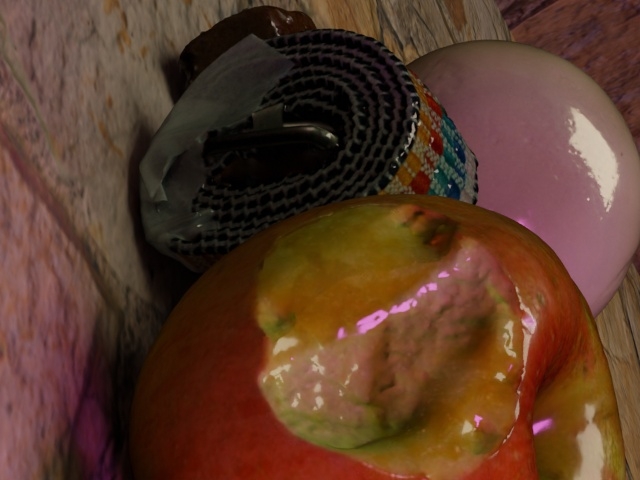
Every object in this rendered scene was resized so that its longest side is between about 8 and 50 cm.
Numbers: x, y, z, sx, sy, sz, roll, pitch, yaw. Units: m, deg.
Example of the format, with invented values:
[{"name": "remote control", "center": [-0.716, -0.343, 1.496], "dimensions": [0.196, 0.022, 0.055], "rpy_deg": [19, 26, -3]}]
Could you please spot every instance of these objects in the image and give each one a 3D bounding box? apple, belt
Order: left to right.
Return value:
[{"name": "belt", "center": [-0.015, -0.054, 1.347], "dimensions": [0.150, 0.258, 0.207], "rpy_deg": [47, 49, -45]}, {"name": "apple", "center": [0.035, 0.135, 1.156], "dimensions": [0.339, 0.340, 0.339], "rpy_deg": [56, 21, -34]}]

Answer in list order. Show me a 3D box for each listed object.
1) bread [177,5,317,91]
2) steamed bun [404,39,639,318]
[{"name": "bread", "center": [0.000, 0.000, 1.544], "dimensions": [0.416, 0.113, 0.165], "rpy_deg": [70, 18, 3]}, {"name": "steamed bun", "center": [0.168, -0.039, 1.741], "dimensions": [0.206, 0.324, 0.324], "rpy_deg": [-46, 113, -84]}]
